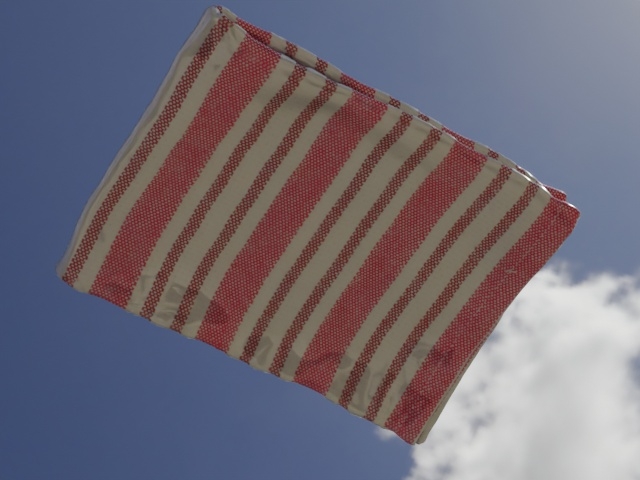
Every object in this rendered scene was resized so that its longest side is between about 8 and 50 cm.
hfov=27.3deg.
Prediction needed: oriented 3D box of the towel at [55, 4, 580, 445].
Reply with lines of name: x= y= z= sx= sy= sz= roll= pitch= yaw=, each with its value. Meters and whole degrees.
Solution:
towel: x=0.000 y=0.000 z=0.589 sx=0.197 sy=0.029 sz=0.144 roll=26 pitch=-71 yaw=-18
